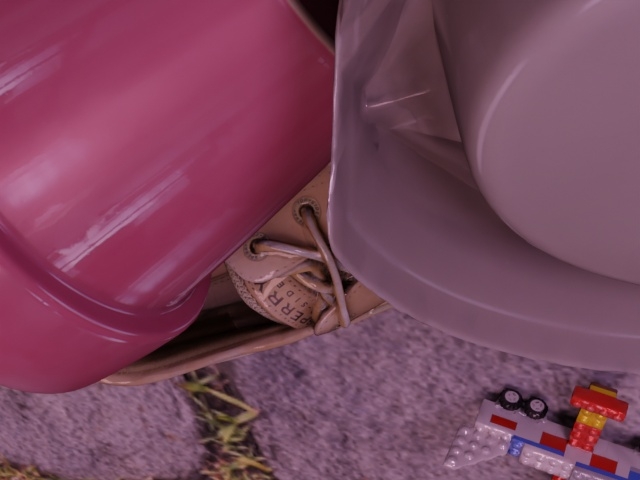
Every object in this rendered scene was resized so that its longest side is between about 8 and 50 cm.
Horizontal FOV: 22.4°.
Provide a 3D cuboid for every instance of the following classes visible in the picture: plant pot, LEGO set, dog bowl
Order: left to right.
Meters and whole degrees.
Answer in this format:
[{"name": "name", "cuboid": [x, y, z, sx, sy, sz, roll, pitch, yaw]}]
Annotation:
[{"name": "plant pot", "cuboid": [-0.073, -0.066, 0.619, 0.180, 0.201, 0.201, -30, 121, 21]}, {"name": "LEGO set", "cuboid": [0.188, 0.134, 0.832, 0.244, 0.060, 0.182, -20, 122, 40]}, {"name": "dog bowl", "cuboid": [0.167, -0.066, 0.491, 0.348, 0.102, 0.349, -1, 154, 0]}]

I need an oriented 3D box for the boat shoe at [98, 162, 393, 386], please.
[{"name": "boat shoe", "cuboid": [0.000, 0.000, 0.727, 0.302, 0.098, 0.109, -19, 126, 38]}]
